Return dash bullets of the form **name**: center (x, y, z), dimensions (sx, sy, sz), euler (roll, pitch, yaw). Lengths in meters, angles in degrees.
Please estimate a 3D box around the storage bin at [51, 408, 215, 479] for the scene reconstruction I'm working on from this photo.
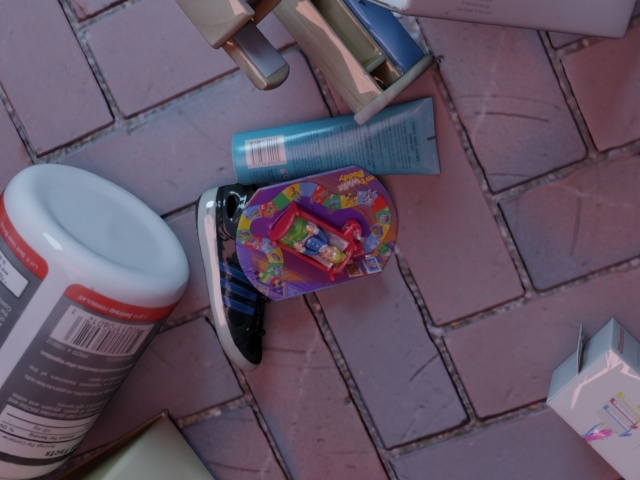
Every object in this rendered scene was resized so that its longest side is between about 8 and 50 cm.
- **storage bin**: center (-0.266, 0.333, 1.374), dimensions (0.260, 0.262, 0.123), euler (-34, 95, 19)

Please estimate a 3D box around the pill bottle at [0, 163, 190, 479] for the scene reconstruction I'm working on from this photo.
- **pill bottle**: center (-0.312, 0.117, 1.351), dimensions (0.210, 0.210, 0.363), euler (37, 110, 1)

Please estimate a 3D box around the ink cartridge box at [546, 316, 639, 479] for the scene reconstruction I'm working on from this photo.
- **ink cartridge box**: center (0.297, 0.155, 1.283), dimensions (0.143, 0.092, 0.090), euler (44, 111, 0)

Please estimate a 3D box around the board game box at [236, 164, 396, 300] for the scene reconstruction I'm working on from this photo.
- **board game box**: center (0.000, 0.000, 1.299), dimensions (0.168, 0.033, 0.133), euler (-14, 120, -7)

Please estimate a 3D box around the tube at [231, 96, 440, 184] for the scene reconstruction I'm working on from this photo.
- **tube**: center (0.015, -0.094, 1.303), dimensions (0.207, 0.052, 0.080), euler (-6, 116, 9)

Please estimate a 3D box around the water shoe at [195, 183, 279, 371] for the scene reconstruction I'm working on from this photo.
- **water shoe**: center (-0.075, 0.041, 1.348), dimensions (0.080, 0.073, 0.203), euler (-9, 105, 11)

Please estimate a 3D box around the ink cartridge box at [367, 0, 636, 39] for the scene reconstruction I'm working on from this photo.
- **ink cartridge box**: center (0.196, -0.339, 1.057), dimensions (0.071, 0.324, 0.330), euler (30, 113, 39)

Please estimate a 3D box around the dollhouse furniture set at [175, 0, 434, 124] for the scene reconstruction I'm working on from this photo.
- **dollhouse furniture set**: center (0.083, -0.266, 1.109), dimensions (0.303, 0.286, 0.198), euler (-38, 95, 31)
